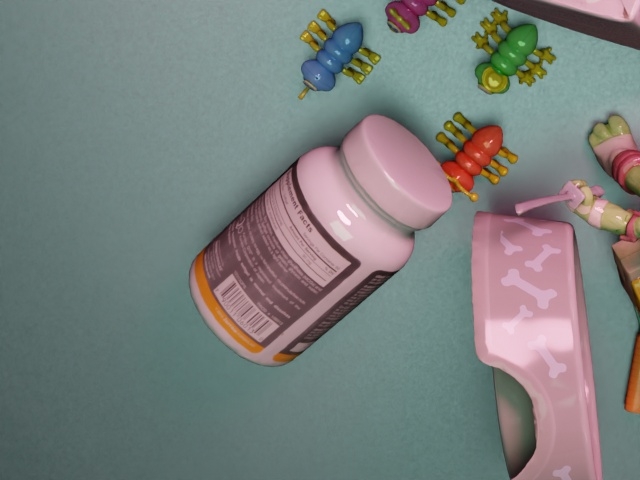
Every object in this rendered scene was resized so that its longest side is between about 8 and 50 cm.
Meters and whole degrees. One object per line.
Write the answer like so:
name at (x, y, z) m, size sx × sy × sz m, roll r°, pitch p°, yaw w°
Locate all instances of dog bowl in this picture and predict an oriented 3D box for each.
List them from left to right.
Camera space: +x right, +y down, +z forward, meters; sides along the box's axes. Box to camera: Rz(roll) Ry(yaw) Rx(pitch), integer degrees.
dog bowl at (0.231, 0.137, 1.708) m, size 0.102 × 0.349 × 0.348 m, roll -6°, pitch 102°, yaw 10°

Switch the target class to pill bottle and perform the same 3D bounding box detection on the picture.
pill bottle at (0.000, 0.000, 1.757) m, size 0.162 × 0.162 × 0.278 m, roll 46°, pitch 116°, yaw -5°

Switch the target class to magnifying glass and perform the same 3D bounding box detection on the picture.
magnifying glass at (0.376, 0.084, 1.837) m, size 0.092 × 0.026 × 0.231 m, roll 8°, pitch 104°, yaw 3°

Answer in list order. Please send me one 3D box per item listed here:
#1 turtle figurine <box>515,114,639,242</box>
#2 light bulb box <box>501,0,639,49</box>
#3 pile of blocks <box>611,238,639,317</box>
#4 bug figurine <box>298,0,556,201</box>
turtle figurine at (0.347, -0.093, 1.661) m, size 0.275 × 0.266 × 0.197 m, roll 27°, pitch 112°, yaw -14°
light bulb box at (0.284, -0.375, 1.527) m, size 0.225 × 0.361 × 0.357 m, roll 21°, pitch 99°, yaw 22°
pile of blocks at (0.440, 0.142, 1.766) m, size 0.113 × 0.149 × 0.362 m, roll -27°, pitch 106°, yaw 1°
bug figurine at (0.119, -0.184, 1.776) m, size 0.279 × 0.072 × 0.216 m, roll 35°, pitch 104°, yaw -3°
